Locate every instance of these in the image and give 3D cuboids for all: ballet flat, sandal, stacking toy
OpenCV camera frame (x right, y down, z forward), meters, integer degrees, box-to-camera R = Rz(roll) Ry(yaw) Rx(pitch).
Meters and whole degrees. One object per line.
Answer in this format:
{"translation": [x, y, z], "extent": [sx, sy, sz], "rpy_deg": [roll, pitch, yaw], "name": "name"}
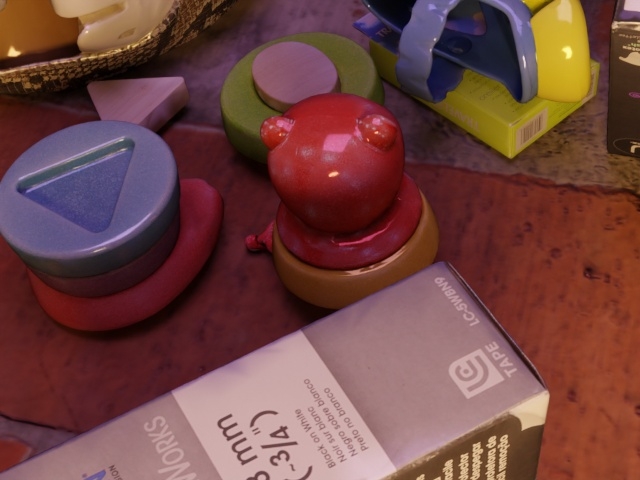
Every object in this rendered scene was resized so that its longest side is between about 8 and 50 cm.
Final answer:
{"translation": [-0.267, -0.186, 1.068], "extent": [0.483, 0.164, 0.182], "rpy_deg": [-15, 12, -6], "name": "ballet flat"}
{"translation": [0.091, -0.218, 1.053], "extent": [0.138, 0.126, 0.317], "rpy_deg": [-18, 49, -6], "name": "sandal"}
{"translation": [-0.081, -0.082, 0.973], "extent": [0.309, 0.130, 0.279], "rpy_deg": [-9, 47, 6], "name": "stacking toy"}

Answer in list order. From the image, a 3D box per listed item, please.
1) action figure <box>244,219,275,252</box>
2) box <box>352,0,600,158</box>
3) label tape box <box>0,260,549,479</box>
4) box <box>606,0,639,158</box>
{"translation": [0.000, 0.000, 0.987], "extent": [0.115, 0.030, 0.038], "rpy_deg": [0, 44, 11], "name": "action figure"}
{"translation": [0.124, -0.148, 1.094], "extent": [0.109, 0.042, 0.178], "rpy_deg": [-36, 55, -25], "name": "box"}
{"translation": [-0.053, 0.179, 0.699], "extent": [0.334, 0.240, 0.106], "rpy_deg": [-25, 54, -15], "name": "label tape box"}
{"translation": [0.280, -0.161, 0.919], "extent": [0.143, 0.270, 0.165], "rpy_deg": [11, 79, 14], "name": "box"}
